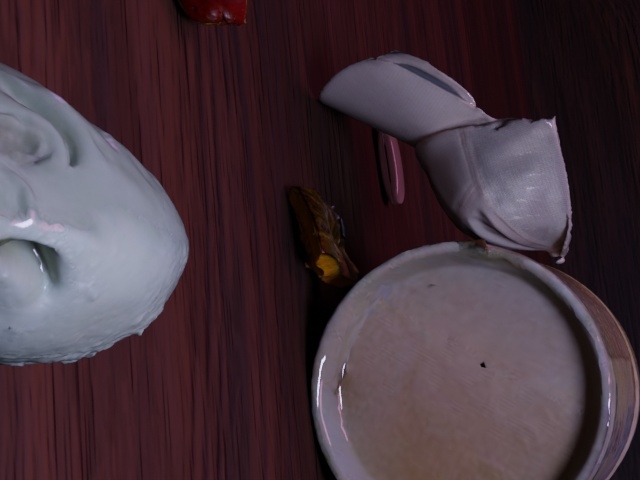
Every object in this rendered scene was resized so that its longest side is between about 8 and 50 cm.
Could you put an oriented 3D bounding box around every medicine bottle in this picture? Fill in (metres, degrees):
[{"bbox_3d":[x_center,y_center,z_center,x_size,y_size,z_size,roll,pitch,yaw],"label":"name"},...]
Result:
[{"bbox_3d":[0.159,0.132,1.251,0.406,0.236,0.235,16,65,-72],"label":"medicine bottle"}]

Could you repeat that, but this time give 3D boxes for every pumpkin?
[{"bbox_3d":[-0.001,-0.001,1.147,0.101,0.035,0.073,43,29,-61],"label":"pumpkin"}]

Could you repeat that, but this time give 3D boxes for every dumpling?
[{"bbox_3d":[-0.132,-0.011,0.590,0.108,0.153,0.219,-53,165,-7],"label":"dumpling"}]

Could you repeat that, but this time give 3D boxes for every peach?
[{"bbox_3d":[-0.075,-0.184,0.950,0.077,0.050,0.083,-154,-117,-81],"label":"peach"}]

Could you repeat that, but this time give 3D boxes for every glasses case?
[{"bbox_3d":[0.072,-0.078,1.467,0.032,0.021,0.083,1,80,-74],"label":"glasses case"}]

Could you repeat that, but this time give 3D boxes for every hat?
[{"bbox_3d":[0.106,-0.068,1.245,0.219,0.226,0.164,19,75,-83],"label":"hat"}]
